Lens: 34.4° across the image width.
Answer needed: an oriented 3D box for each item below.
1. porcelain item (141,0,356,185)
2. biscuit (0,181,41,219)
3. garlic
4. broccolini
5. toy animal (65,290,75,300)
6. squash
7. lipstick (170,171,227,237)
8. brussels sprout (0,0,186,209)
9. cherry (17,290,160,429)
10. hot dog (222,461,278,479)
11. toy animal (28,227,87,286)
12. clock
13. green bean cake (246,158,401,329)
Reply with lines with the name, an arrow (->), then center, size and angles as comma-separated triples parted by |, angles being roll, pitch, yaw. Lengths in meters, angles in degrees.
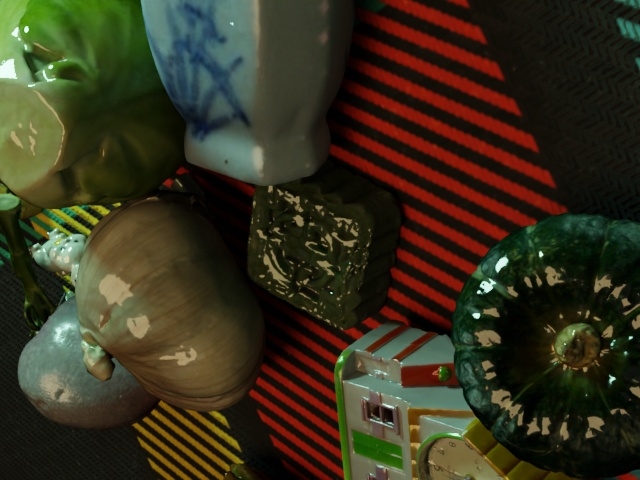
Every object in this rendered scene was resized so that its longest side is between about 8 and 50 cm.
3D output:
porcelain item -> -0.076, -0.276, 1.145 | 0.243, 0.178, 0.405 | 19, 125, 35
biscuit -> -0.577, -0.149, 1.759 | 0.287, 0.057, 0.344 | 56, 136, 8
garlic -> -0.196, 0.087, 1.388 | 0.241, 0.322, 0.321 | -22, 95, 10
broccolini -> -0.455, 0.066, 1.661 | 0.392, 0.074, 0.078 | 95, 168, -55
toy animal -> -0.375, 0.183, 1.743 | 0.075, 0.041, 0.216 | -17, 93, 47
squash -> 0.248, 0.098, 0.986 | 0.252, 0.165, 0.252 | -4, 77, 18
lipstick -> -0.166, -0.046, 1.448 | 0.107, 0.025, 0.025 | 51, 137, 4
brussels sprout -> -0.298, -0.180, 1.285 | 0.282, 0.354, 0.289 | -11, 111, 16
cherry -> -0.356, 0.189, 1.610 | 0.266, 0.213, 0.183 | 27, 159, 21
hot dog -> -0.055, 0.442, 1.509 | 0.272, 0.122, 0.196 | 28, 120, 33
toy animal -> -0.413, 0.027, 1.679 | 0.124, 0.071, 0.085 | 1, 109, 43
clock -> 0.178, 0.242, 1.162 | 0.310, 0.166, 0.235 | 11, 116, 38
green bean cake -> 0.000, 0.000, 1.273 | 0.185, 0.094, 0.183 | 27, 125, 26
